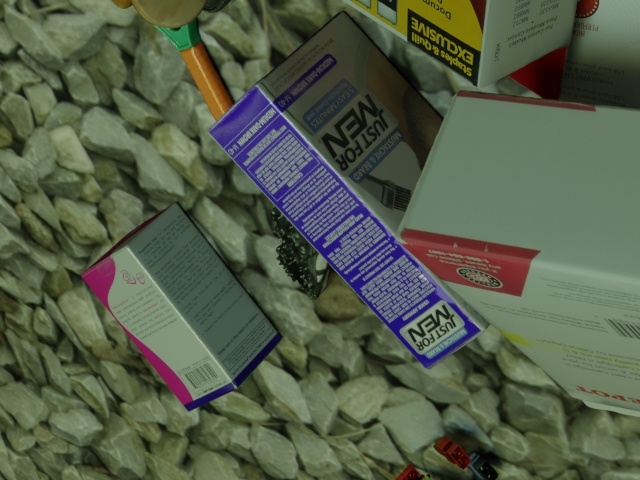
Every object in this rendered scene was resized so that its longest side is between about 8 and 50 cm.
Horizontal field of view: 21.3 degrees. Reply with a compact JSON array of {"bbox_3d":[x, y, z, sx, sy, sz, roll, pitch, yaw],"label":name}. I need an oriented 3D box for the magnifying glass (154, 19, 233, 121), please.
[{"bbox_3d":[-0.159,-0.240,1.918,0.092,0.026,0.231,-12,114,41],"label":"magnifying glass"}]

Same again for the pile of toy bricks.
[{"bbox_3d":[0.156,0.317,2.064,0.212,0.118,0.105,51,166,-30],"label":"pile of toy bricks"}]

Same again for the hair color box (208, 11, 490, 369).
[{"bbox_3d":[0.067,-0.055,1.776,0.339,0.185,0.110,48,134,-4],"label":"hair color box"}]

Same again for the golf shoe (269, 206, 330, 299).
[{"bbox_3d":[0.000,0.000,1.948,0.077,0.094,0.198,46,164,18],"label":"golf shoe"}]

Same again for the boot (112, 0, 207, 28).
[{"bbox_3d":[-0.178,-0.291,1.742,0.104,0.295,0.211,2,151,-18],"label":"boot"}]

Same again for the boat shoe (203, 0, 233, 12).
[{"bbox_3d":[-0.111,-0.331,1.780,0.084,0.079,0.233,30,136,12],"label":"boat shoe"}]

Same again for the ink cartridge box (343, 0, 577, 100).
[{"bbox_3d":[0.090,-0.281,1.568,0.309,0.130,0.272,38,140,36],"label":"ink cartridge box"}]

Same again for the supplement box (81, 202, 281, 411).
[{"bbox_3d":[-0.171,0.083,2.102,0.111,0.114,0.220,-28,104,45],"label":"supplement box"}]

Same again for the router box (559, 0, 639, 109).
[{"bbox_3d":[0.371,-0.160,1.553,0.335,0.082,0.301,15,129,27],"label":"router box"}]

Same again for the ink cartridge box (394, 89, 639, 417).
[{"bbox_3d":[0.292,0.032,1.559,0.279,0.160,0.384,9,160,37],"label":"ink cartridge box"}]
